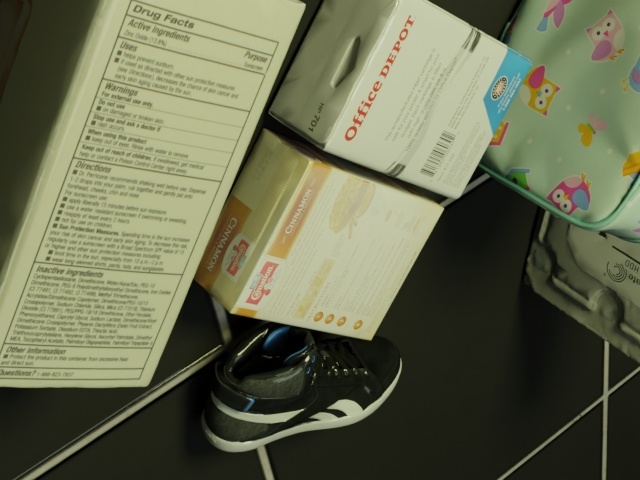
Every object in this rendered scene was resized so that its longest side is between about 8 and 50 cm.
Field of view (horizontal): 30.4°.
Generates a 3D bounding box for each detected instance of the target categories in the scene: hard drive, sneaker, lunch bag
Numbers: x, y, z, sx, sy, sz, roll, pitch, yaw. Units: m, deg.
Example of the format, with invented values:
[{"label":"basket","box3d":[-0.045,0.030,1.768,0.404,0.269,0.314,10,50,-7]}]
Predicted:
[{"label":"hard drive","box3d":[0.336,-0.048,1.170,0.064,0.237,0.339,-15,128,-35]},{"label":"sneaker","box3d":[0.000,0.115,1.072,0.217,0.079,0.121,-19,145,-32]},{"label":"lunch bag","box3d":[0.268,-0.142,1.047,0.108,0.224,0.279,10,110,-46]}]

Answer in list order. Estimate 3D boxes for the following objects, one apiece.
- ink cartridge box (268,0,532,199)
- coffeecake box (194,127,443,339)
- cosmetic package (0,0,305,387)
[{"label":"ink cartridge box","box3d":[0.070,-0.128,0.980,0.190,0.082,0.140,17,106,-47]},{"label":"coffeecake box","box3d":[0.000,0.000,1.017,0.185,0.068,0.142,16,107,-48]},{"label":"cosmetic package","box3d":[-0.151,-0.058,0.788,0.153,0.129,0.296,10,112,-45]}]
